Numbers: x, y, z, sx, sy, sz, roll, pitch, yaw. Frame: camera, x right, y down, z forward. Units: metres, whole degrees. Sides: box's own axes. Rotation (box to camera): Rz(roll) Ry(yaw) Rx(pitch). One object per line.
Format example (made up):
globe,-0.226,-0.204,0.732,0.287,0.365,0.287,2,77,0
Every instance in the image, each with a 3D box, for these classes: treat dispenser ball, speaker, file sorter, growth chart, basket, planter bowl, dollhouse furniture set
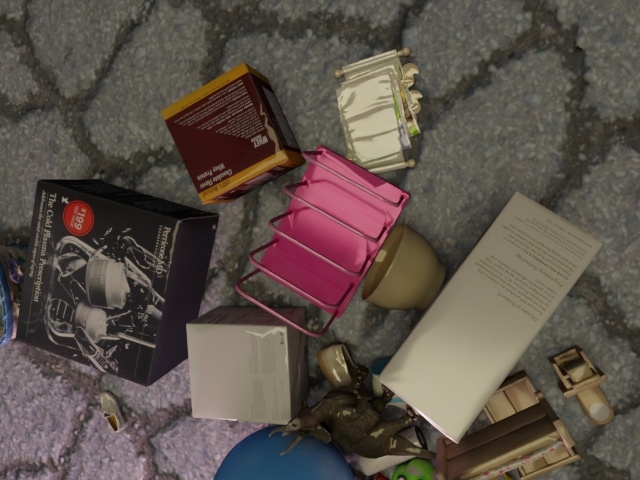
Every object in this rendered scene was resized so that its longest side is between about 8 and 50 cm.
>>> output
treat dispenser ball,-0.071,0.505,0.918,0.288,0.288,0.288,1,97,13
speaker,0.145,0.429,0.979,0.136,0.055,0.055,-30,89,15
file sorter,0.000,0.000,0.888,0.202,0.182,0.290,30,106,7
growth chart,0.112,-0.241,0.928,0.172,0.021,0.237,-5,95,13
basket,-0.759,0.119,1.026,0.201,0.289,0.254,-8,98,19
planter bowl,0.161,0.062,0.888,0.109,0.162,0.162,27,102,-3
dollhouse furniture set,0.361,0.342,0.758,0.303,0.355,0.173,-31,83,13

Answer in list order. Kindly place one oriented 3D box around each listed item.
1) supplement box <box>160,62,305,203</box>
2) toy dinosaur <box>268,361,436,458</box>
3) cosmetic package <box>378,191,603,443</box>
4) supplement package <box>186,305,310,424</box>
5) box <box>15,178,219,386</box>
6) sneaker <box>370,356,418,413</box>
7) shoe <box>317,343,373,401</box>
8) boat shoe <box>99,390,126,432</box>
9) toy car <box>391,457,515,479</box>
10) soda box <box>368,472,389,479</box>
supplement box,-0.165,-0.199,0.939,0.191,0.129,0.194,-25,90,14
toy dinosaur,0.076,0.338,0.898,0.314,0.121,0.160,29,110,-21
cosmetic package,0.266,0.124,0.799,0.155,0.197,0.365,35,90,16
supplement package,-0.139,0.243,0.973,0.203,0.149,0.194,0,97,13
box,-0.419,0.073,1.003,0.313,0.179,0.343,15,100,9
sneaker,0.216,0.285,0.939,0.229,0.087,0.092,-2,107,18
shoe,0.067,0.311,0.972,0.058,0.076,0.219,-29,88,19
boat shoe,-0.494,0.404,1.130,0.035,0.035,0.100,-25,91,14
toy car,0.240,0.456,0.915,0.225,0.239,0.053,-4,77,37
soda box,0.079,0.622,1.002,0.092,0.083,0.263,33,103,8
